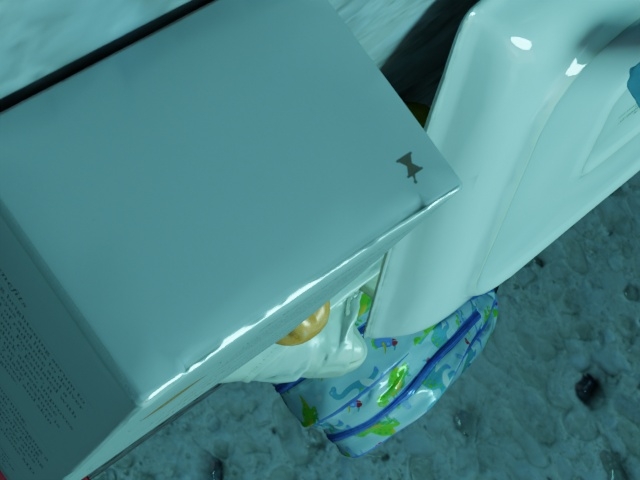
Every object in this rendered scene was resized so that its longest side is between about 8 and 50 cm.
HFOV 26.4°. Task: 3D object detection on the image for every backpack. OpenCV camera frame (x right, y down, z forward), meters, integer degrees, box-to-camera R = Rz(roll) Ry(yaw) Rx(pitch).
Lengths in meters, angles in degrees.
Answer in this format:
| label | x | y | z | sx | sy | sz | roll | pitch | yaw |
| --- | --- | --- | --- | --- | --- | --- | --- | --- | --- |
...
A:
| label | x | y | z | sx | sy | sz | roll | pitch | yaw |
| --- | --- | --- | --- | --- | --- | --- | --- | --- | --- |
| backpack | 0.070 | 0.114 | 1.697 | 0.290 | 0.273 | 0.355 | -31 | 165 | 20 |

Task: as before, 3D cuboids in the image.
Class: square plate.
| label | x | y | z | sx | sy | sz | roll | pitch | yaw |
| --- | --- | --- | --- | --- | --- | --- | --- | --- | --- |
| square plate | 0.183 | -0.100 | 0.853 | 0.347 | 0.049 | 0.344 | -37 | 160 | -25 |

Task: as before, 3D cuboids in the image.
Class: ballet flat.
| label | x | y | z | sx | sy | sz | roll | pitch | yaw |
| --- | --- | --- | --- | --- | --- | --- | --- | --- | --- |
| ballet flat | 0.035 | 0.044 | 1.254 | 0.400 | 0.139 | 0.139 | -35 | 175 | -16 |

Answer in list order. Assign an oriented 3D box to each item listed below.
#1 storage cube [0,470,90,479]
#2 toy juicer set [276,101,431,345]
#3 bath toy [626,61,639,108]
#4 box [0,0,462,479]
| label | x | y | z | sx | sy | sz | roll | pitch | yaw |
| --- | --- | --- | --- | --- | --- | --- | --- | --- | --- |
| storage cube | -0.207 | 0.204 | 0.693 | 0.183 | 0.193 | 0.215 | -33 | 175 | -36 |
| toy juicer set | 0.000 | 0.000 | 0.824 | 0.209 | 0.089 | 0.329 | -37 | 175 | 3 |
| bath toy | 0.294 | -0.184 | 0.644 | 0.129 | 0.151 | 0.348 | 20 | 120 | -31 |
| box | -0.056 | 0.006 | 0.461 | 0.130 | 0.091 | 0.170 | -33 | 175 | -30 |
